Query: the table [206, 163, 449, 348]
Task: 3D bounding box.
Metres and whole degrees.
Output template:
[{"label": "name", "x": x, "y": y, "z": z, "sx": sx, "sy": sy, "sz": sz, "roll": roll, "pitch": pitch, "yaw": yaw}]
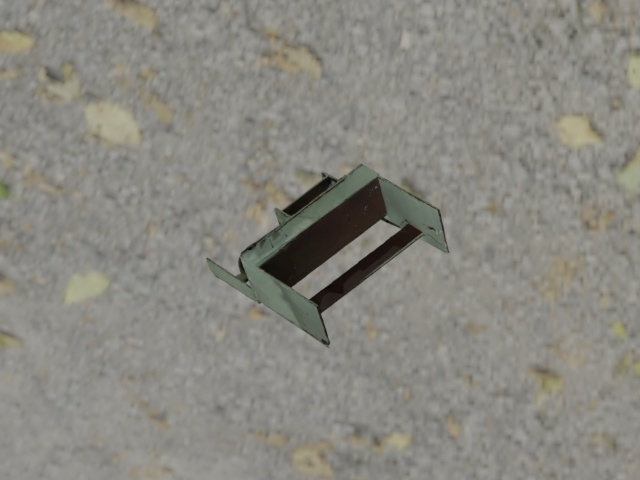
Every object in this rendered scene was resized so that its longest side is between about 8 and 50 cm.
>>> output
[{"label": "table", "x": 0.000, "y": 0.000, "z": 1.461, "sx": 0.175, "sy": 0.146, "sz": 0.062, "roll": 31, "pitch": 149, "yaw": 41}]
